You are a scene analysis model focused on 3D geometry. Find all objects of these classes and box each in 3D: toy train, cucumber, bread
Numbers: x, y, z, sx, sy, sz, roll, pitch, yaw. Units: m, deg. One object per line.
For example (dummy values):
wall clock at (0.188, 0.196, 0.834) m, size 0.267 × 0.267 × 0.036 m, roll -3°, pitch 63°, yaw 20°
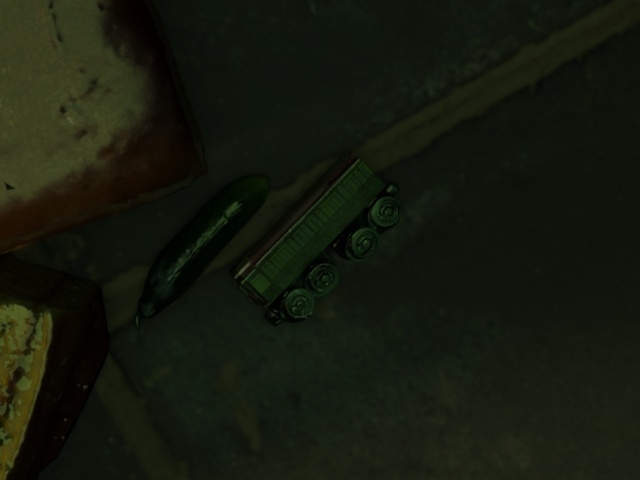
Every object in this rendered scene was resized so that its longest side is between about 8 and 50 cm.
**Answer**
toy train at (0.000, 0.000, 1.177) m, size 0.148 × 0.038 × 0.071 m, roll -45°, pitch 101°, yaw -2°
cucumber at (-0.096, 0.005, 1.165) m, size 0.037 × 0.037 × 0.155 m, roll 42°, pitch 89°, yaw -10°
bread at (-0.283, -0.144, 1.069) m, size 0.333 × 0.143 × 0.323 m, roll -20°, pitch 100°, yaw -6°
bread at (-0.238, 0.135, 1.086) m, size 0.111 × 0.184 × 0.234 m, roll 24°, pitch 93°, yaw -4°
